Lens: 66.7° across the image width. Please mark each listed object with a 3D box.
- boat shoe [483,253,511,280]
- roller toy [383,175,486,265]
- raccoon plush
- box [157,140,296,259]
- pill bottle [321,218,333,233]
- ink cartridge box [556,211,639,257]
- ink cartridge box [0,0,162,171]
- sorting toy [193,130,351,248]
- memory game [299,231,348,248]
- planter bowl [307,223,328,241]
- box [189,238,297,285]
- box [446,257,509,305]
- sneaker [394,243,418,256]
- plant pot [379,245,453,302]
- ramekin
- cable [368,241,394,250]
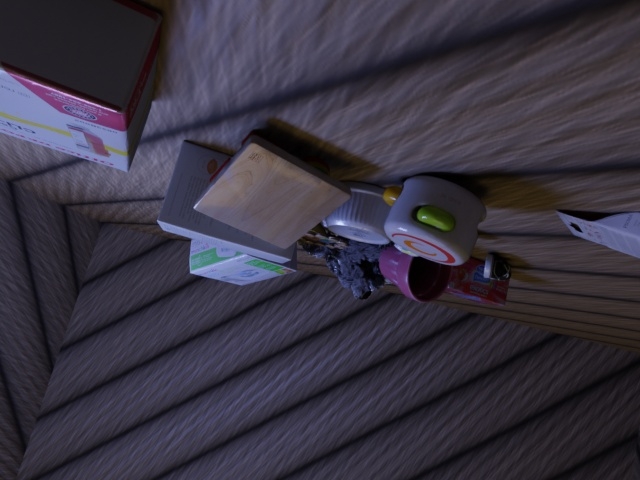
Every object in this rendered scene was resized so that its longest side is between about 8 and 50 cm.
[{"bbox_3d":[0.572,0.090,1.560,0.070,0.078,0.219,10,177,29],"label":"boat shoe"},{"bbox_3d":[0.245,-0.047,1.044,0.191,0.146,0.209,31,169,-31],"label":"roller toy"},{"bbox_3d":[0.105,0.027,1.798,0.446,0.216,0.299,44,-176,-1],"label":"raccoon plush"},{"bbox_3d":[-0.224,-0.090,1.289,0.344,0.215,0.168,17,170,-11],"label":"box"},{"bbox_3d":[0.034,-0.063,1.496,0.065,0.065,0.116,12,170,16],"label":"pill bottle"},{"bbox_3d":[0.623,-0.018,1.000,0.224,0.056,0.181,31,-176,42],"label":"ink cartridge box"},{"bbox_3d":[-0.421,-0.260,0.777,0.278,0.161,0.384,18,170,-18],"label":"ink cartridge box"},{"bbox_3d":[-0.108,-0.118,1.096,0.255,0.090,0.257,25,137,-30],"label":"sorting toy"},{"bbox_3d":[0.000,0.000,1.541,0.186,0.012,0.186,11,171,2],"label":"memory game"},{"bbox_3d":[-0.073,-0.066,1.552,0.216,0.091,0.217,11,170,2],"label":"planter bowl"},{"bbox_3d":[-0.246,0.042,1.565,0.261,0.127,0.231,-16,157,33],"label":"box"},{"bbox_3d":[0.524,0.136,1.711,0.256,0.128,0.122,19,169,-20],"label":"box"},{"bbox_3d":[0.303,-0.015,1.385,0.239,0.091,0.126,8,150,36],"label":"sneaker"},{"bbox_3d":[0.294,0.081,1.572,0.201,0.202,0.180,21,178,-34],"label":"plant pot"},{"bbox_3d":[0.110,-0.065,1.250,0.206,0.109,0.207,14,170,2],"label":"ramekin"},{"bbox_3d":[0.153,-0.023,1.461,0.150,0.047,0.184,46,158,-16],"label":"cable"}]
